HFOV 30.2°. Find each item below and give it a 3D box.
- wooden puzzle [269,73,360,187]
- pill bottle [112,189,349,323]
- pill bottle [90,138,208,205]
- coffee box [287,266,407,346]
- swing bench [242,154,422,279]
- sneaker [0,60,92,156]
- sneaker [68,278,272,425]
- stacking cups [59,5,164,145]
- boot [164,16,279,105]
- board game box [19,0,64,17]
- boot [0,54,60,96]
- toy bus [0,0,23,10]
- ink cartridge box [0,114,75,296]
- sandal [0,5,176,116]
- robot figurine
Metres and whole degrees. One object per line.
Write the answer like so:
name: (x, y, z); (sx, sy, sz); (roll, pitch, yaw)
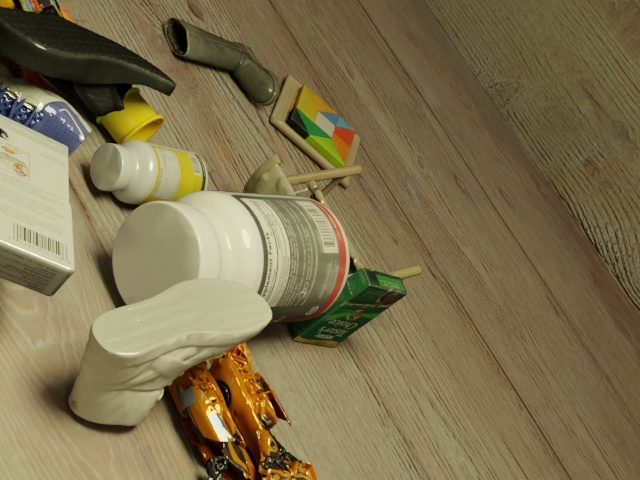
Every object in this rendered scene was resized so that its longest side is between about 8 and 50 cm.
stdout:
wooden puzzle: (-0.002, -0.242, 2.539); (0.221, 0.044, 0.239); (40, 28, -17)
pill bottle: (-0.133, 0.029, 1.821); (0.363, 0.210, 0.210); (1, 54, -55)
pill bottle: (-0.275, -0.106, 1.894); (0.184, 0.103, 0.103); (8, 48, -52)
coffee box: (0.045, 0.116, 2.004); (0.113, 0.184, 0.040); (16, 45, -49)
swing bench: (0.000, 0.000, 2.115); (0.254, 0.165, 0.253); (1, 55, -49)
sneaker: (-0.482, -0.205, 1.637); (0.315, 0.127, 0.182); (40, 6, -5)
sneaker: (-0.208, 0.153, 1.594); (0.292, 0.169, 0.108); (-11, 50, -44)
stacking cups: (-0.389, -0.296, 1.978); (0.316, 0.096, 0.096); (52, 27, 6)
boot: (-0.195, -0.358, 2.364); (0.189, 0.076, 0.208); (49, 16, 30)
board game box: (-0.450, -0.401, 1.858); (0.170, 0.048, 0.141); (125, -56, -84)
boot: (-0.455, -0.239, 1.853); (0.158, 0.059, 0.084); (62, 25, 6)
toy bus: (-0.578, -0.414, 1.725); (0.332, 0.130, 0.108); (36, 24, -50)
ink cartridge box: (-0.441, -0.077, 1.480); (0.275, 0.060, 0.239); (26, 33, -34)
sandal: (-0.371, -0.257, 1.773); (0.167, 0.107, 0.446); (37, 13, 17)
robot figurine: (-0.102, 0.286, 1.676); (0.211, 0.085, 0.291); (-4, 58, -56)
